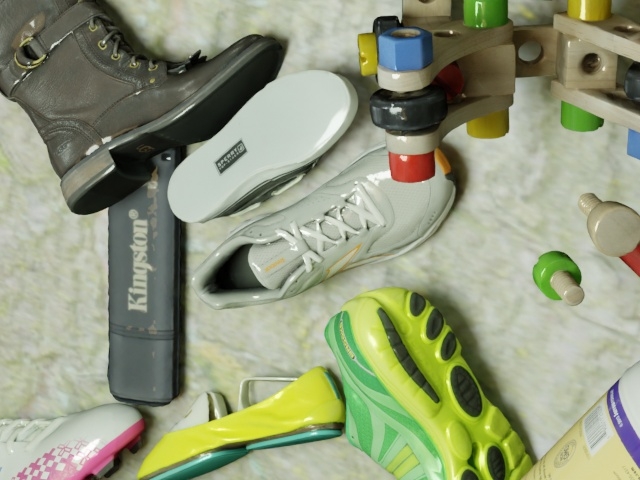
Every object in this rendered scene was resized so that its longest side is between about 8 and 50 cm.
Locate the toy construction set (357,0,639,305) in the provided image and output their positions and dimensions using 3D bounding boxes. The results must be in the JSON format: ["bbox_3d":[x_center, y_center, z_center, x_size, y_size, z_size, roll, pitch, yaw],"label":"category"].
[{"bbox_3d":[0.165,-0.112,1.342,0.257,0.237,0.309,-29,111,0],"label":"toy construction set"}]

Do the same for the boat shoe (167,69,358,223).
[{"bbox_3d":[-0.042,-0.083,1.490,0.219,0.070,0.078,-30,72,34],"label":"boat shoe"}]

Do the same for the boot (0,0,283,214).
[{"bbox_3d":[-0.189,-0.174,1.515,0.263,0.091,0.229,-33,72,7],"label":"boot"}]

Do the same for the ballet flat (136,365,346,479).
[{"bbox_3d":[-0.079,0.173,1.592,0.231,0.077,0.077,-20,75,26],"label":"ballet flat"}]

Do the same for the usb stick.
[{"bbox_3d":[-0.168,0.026,1.596,0.077,0.045,0.278,10,109,22],"label":"usb stick"}]

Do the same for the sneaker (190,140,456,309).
[{"bbox_3d":[0.000,0.000,1.464,0.262,0.121,0.099,-30,92,30],"label":"sneaker"}]

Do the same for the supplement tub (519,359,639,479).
[{"bbox_3d":[0.242,0.281,1.343,0.241,0.241,0.331,43,110,8],"label":"supplement tub"}]

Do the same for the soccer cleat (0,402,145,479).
[{"bbox_3d":[-0.320,0.229,1.690,0.331,0.116,0.143,-36,88,30],"label":"soccer cleat"}]

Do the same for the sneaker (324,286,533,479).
[{"bbox_3d":[0.098,0.174,1.497,0.123,0.109,0.296,-10,107,57],"label":"sneaker"}]
